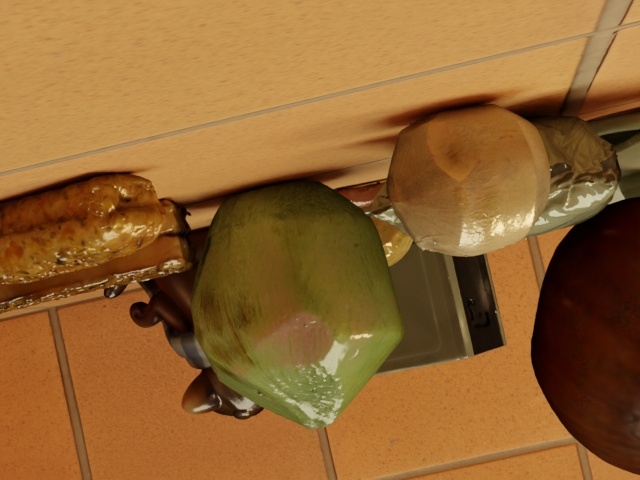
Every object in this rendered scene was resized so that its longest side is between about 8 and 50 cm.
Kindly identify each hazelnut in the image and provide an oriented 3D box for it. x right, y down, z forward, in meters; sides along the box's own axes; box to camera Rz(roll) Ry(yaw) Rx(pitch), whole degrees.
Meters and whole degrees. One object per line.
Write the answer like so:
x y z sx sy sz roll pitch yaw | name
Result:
0.452 0.123 1.790 0.359 0.359 0.409 -13 153 12 | hazelnut

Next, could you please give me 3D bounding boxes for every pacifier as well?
0.450 -0.051 2.025 0.288 0.269 0.343 22 151 -38 | pacifier

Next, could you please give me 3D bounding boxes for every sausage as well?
0.097 -0.074 2.174 0.158 0.036 0.042 -12 -175 -12 | sausage

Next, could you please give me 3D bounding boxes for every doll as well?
-0.167 0.130 2.406 0.318 0.339 0.209 -24 176 -11 | doll

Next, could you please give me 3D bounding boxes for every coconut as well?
0.142 -0.060 1.483 0.162 0.161 0.161 -9 176 -16 | coconut
-0.032 0.089 1.909 0.281 0.328 0.328 -9 176 -36 | coconut

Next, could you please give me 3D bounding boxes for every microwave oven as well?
0.159 0.056 2.380 0.238 0.295 0.181 -14 177 32 | microwave oven

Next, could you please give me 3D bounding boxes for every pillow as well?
0.213 -0.070 1.708 0.284 0.138 0.310 -9 -176 14 | pillow

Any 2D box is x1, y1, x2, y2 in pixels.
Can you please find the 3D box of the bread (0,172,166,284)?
-0.262 -0.010 1.444 0.211 0.083 0.114 -16 172 30 | bread

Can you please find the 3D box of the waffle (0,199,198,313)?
-0.317 0.028 1.844 0.308 0.091 0.213 -12 178 1 | waffle

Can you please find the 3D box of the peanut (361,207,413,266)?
0.000 0.000 2.236 0.306 0.147 0.147 -15 177 4 | peanut
